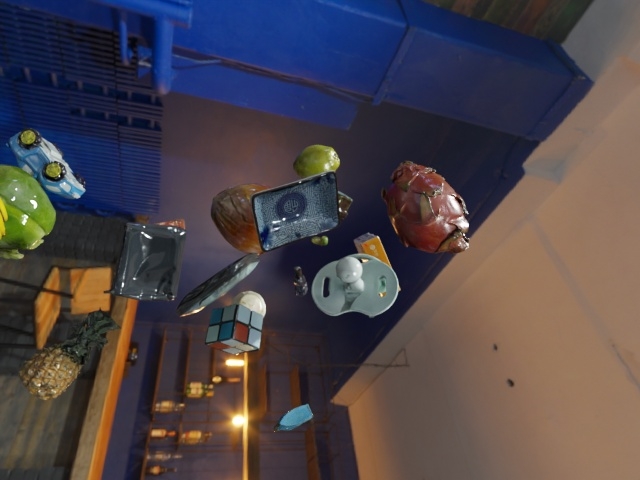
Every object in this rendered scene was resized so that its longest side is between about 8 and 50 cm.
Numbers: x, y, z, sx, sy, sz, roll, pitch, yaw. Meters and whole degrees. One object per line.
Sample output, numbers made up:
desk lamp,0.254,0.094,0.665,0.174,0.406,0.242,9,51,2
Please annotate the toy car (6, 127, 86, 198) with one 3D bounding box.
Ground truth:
toy car,-1.055,-0.272,1.608,0.314,0.166,0.198,51,-7,2

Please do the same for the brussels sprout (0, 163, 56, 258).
brussels sprout,-1.123,-0.108,1.459,0.372,0.314,0.275,-9,-137,32

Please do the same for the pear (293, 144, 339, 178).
pear,-0.023,-0.421,2.293,0.269,0.212,0.212,-12,-114,32

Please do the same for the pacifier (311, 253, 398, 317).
pacifier,0.125,0.143,1.615,0.269,0.344,0.288,74,16,-55

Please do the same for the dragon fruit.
dragon fruit,0.324,-0.087,1.299,0.250,0.315,0.250,-33,-151,21

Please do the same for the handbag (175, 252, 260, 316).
handbag,-0.360,0.159,1.465,0.332,0.074,0.191,-37,180,17

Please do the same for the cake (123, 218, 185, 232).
cake,-0.750,-0.054,1.939,0.158,0.262,0.159,-18,-128,61

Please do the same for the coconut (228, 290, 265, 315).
coconut,-0.430,0.417,2.457,0.234,0.225,0.224,130,-37,-54

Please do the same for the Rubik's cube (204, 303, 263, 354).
Rubik's cube,-0.382,0.399,1.871,0.184,0.180,0.167,-18,-127,29

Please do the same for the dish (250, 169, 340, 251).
dish,-0.073,-0.091,1.137,0.080,0.244,0.181,-132,-152,-51

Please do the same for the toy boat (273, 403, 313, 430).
toy boat,-0.122,0.799,1.867,0.075,0.186,0.077,56,-29,29

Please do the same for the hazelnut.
hazelnut,-0.313,-0.106,1.884,0.372,0.373,0.315,121,-22,-52

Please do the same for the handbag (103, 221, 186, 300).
handbag,-0.685,0.076,1.622,0.178,0.275,0.301,13,-87,48

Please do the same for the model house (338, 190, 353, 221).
model house,0.068,-0.159,1.983,0.106,0.166,0.152,30,-81,47

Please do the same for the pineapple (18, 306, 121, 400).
pineapple,-0.650,0.293,1.103,0.248,0.128,0.128,-47,-177,-25

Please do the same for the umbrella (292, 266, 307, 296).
umbrella,-0.092,0.190,1.938,0.248,0.071,0.070,93,-6,-56

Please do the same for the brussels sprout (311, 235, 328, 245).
brussels sprout,0.000,0.000,2.002,0.084,0.051,0.046,7,-124,38

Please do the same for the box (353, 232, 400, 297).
box,0.254,0.107,1.918,0.221,0.091,0.273,-153,-140,-84

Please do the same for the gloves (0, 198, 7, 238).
gloves,-0.789,-0.119,0.911,0.133,0.116,0.294,-113,-174,-54
